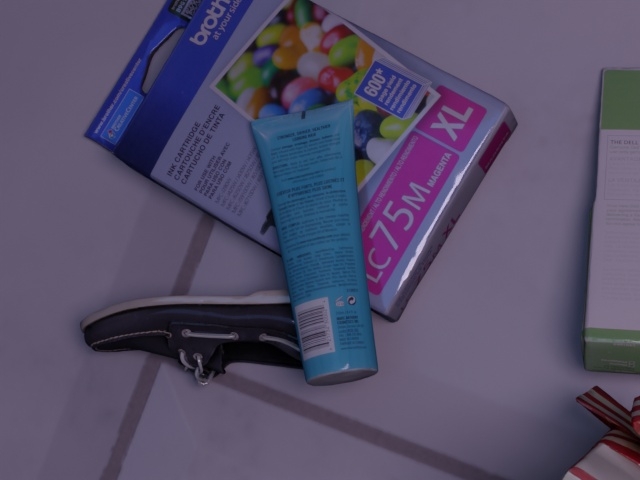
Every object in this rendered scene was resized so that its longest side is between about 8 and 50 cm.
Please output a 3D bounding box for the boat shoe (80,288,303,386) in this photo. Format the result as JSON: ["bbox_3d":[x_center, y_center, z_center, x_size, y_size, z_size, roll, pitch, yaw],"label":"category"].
[{"bbox_3d":[-0.085,0.078,1.042,0.206,0.075,0.065,-5,76,8],"label":"boat shoe"}]

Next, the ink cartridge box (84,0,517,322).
[{"bbox_3d":[-0.028,-0.092,1.066,0.311,0.065,0.185,30,88,18],"label":"ink cartridge box"}]

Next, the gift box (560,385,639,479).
[{"bbox_3d":[0.221,0.249,0.854,0.255,0.276,0.258,32,104,13],"label":"gift box"}]

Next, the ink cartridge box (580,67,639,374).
[{"bbox_3d":[0.282,-0.016,0.982,0.171,0.056,0.235,2,59,13],"label":"ink cartridge box"}]

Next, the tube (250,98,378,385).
[{"bbox_3d":[0.000,0.000,0.992,0.080,0.052,0.207,-10,75,7],"label":"tube"}]
